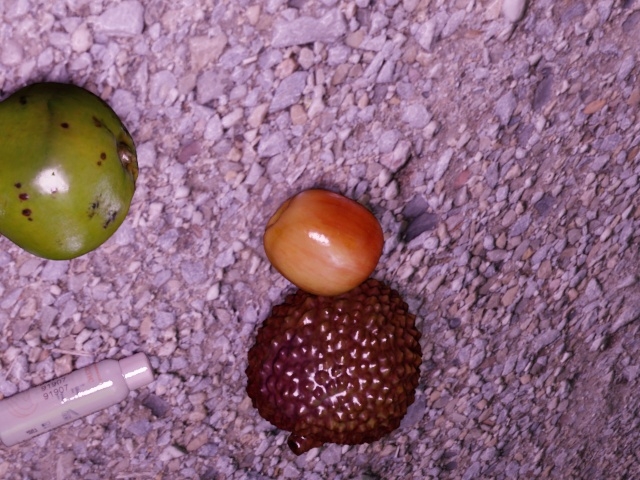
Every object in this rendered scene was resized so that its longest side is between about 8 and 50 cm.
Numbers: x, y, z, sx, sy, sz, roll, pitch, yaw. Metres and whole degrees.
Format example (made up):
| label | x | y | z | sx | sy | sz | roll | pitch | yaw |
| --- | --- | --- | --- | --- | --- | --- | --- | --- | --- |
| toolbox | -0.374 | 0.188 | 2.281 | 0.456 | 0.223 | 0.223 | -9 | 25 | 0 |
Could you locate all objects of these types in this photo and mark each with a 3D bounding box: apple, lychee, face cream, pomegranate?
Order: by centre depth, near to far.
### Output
| label | x | y | z | sx | sy | sz | roll | pitch | yaw |
| --- | --- | --- | --- | --- | --- | --- | --- | --- | --- |
| pomegranate | -0.384 | -0.079 | 1.284 | 0.301 | 0.236 | 0.236 | -19 | 139 | 25 |
| apple | 0.000 | 0.000 | 1.552 | 0.199 | 0.199 | 0.199 | -14 | 131 | -17 |
| face cream | -0.411 | 0.260 | 1.618 | 0.269 | 0.082 | 0.082 | -22 | 133 | -11 |
| lychee | 0.025 | 0.215 | 1.660 | 0.306 | 0.306 | 0.330 | 23 | 84 | -38 |
